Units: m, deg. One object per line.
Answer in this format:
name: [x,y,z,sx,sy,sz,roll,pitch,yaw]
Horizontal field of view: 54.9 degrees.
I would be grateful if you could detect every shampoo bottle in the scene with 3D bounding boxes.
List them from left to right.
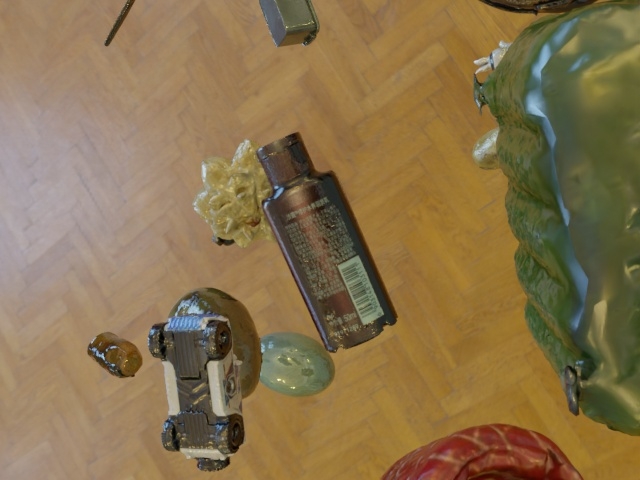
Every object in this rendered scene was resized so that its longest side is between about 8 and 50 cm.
shampoo bottle: [0.000,0.000,0.927,0.129,0.084,0.323,-25,98,-1]

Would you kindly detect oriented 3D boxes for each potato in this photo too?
potato: [-0.195,0.191,1.165,0.262,0.164,0.165,42,111,41]
potato: [0.486,-0.253,1.679,0.170,0.080,0.107,-22,95,57]

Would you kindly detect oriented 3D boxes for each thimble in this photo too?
thimble: [0.265,0.481,1.003,0.350,0.350,0.231,45,149,10]

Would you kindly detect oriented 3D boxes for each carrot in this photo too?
carrot: [-0.457,0.252,1.367,0.173,0.082,0.082,14,102,46]

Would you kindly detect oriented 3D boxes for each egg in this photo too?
egg: [-0.076,0.332,1.653,0.236,0.169,0.169,13,101,1]

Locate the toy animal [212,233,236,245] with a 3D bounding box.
toy animal: [-0.276,-0.093,1.890,0.093,0.121,0.225,-13,76,19]

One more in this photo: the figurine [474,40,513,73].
figurine: [0.452,-0.424,1.467,0.146,0.098,0.081,-20,54,46]

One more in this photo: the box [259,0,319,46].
box: [-0.060,-0.421,1.142,0.084,0.069,0.123,-23,88,65]

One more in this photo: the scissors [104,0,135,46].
scissors: [-0.454,-0.619,1.518,0.024,0.160,0.318,30,89,-3]

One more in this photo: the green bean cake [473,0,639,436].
green bean cake: [0.243,-0.031,0.372,0.246,0.156,0.250,-12,104,5]

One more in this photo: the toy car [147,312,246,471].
toy car: [-0.123,0.159,0.652,0.080,0.070,0.171,-4,98,17]

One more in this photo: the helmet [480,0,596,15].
helmet: [0.306,-0.443,0.845,0.278,0.160,0.231,24,98,5]

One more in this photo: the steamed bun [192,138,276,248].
steamed bun: [-0.170,-0.102,1.511,0.295,0.292,0.137,-35,41,13]
